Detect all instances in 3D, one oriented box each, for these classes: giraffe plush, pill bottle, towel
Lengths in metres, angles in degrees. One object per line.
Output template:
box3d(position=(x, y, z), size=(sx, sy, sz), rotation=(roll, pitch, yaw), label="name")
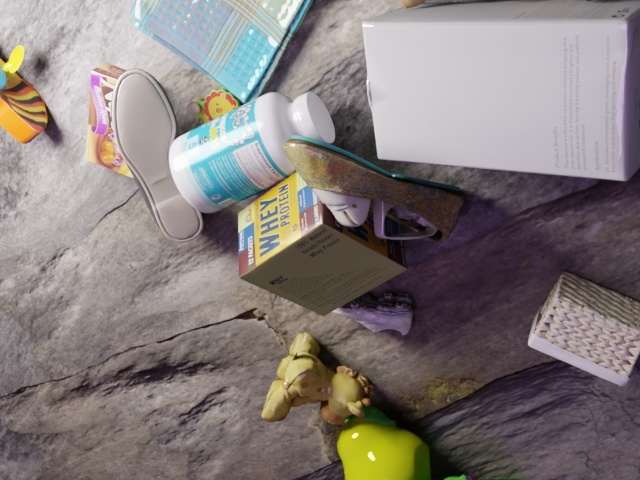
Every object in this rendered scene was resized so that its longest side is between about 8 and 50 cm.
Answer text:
box3d(position=(0.008, 0.275, 1.635), size=(0.171, 0.181, 0.210), rotation=(27, 142, -5), label="giraffe plush")
box3d(position=(-0.111, -0.155, 1.455), size=(0.264, 0.146, 0.146), rotation=(-22, 106, 22), label="pill bottle")
box3d(position=(-0.139, -0.429, 1.397), size=(0.271, 0.040, 0.370), rotation=(36, 125, 2), label="towel")

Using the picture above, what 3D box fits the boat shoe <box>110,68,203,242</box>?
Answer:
box3d(position=(-0.296, -0.153, 1.558), size=(0.112, 0.095, 0.335), rotation=(-19, 118, -7), label="boat shoe")

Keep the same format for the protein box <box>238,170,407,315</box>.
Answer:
box3d(position=(0.000, 0.000, 1.449), size=(0.200, 0.136, 0.201), rotation=(-32, 137, 33), label="protein box")

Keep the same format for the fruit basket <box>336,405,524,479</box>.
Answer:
box3d(position=(0.175, 0.500, 1.664), size=(0.392, 0.283, 0.392), rotation=(-16, 68, 43), label="fruit basket")

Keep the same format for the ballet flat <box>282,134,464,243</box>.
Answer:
box3d(position=(0.084, -0.065, 1.333), size=(0.349, 0.123, 0.123), rotation=(14, 136, -37), label="ballet flat")

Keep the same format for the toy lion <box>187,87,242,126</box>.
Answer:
box3d(position=(-0.181, -0.219, 1.535), size=(0.096, 0.034, 0.100), rotation=(-4, 115, 17), label="toy lion")

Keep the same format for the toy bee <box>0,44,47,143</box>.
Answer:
box3d(position=(-0.628, -0.327, 1.622), size=(0.195, 0.162, 0.298), rotation=(-11, 136, 20), label="toy bee")

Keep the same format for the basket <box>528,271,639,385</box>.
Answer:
box3d(position=(0.436, 0.138, 1.397), size=(0.167, 0.113, 0.103), rotation=(23, 121, 11), label="basket")

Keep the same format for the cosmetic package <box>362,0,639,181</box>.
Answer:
box3d(position=(0.262, -0.219, 1.214), size=(0.385, 0.156, 0.217), rotation=(12, 121, 35), label="cosmetic package")

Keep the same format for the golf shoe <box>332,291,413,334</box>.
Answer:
box3d(position=(0.082, 0.137, 1.585), size=(0.176, 0.069, 0.086), rotation=(7, 124, 22), label="golf shoe")

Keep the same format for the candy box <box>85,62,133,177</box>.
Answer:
box3d(position=(-0.370, -0.220, 1.602), size=(0.109, 0.053, 0.186), rotation=(22, 124, 12), label="candy box")

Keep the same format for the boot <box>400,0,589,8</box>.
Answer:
box3d(position=(0.230, -0.389, 1.200), size=(0.270, 0.089, 0.236), rotation=(-20, 76, 29), label="boot")
